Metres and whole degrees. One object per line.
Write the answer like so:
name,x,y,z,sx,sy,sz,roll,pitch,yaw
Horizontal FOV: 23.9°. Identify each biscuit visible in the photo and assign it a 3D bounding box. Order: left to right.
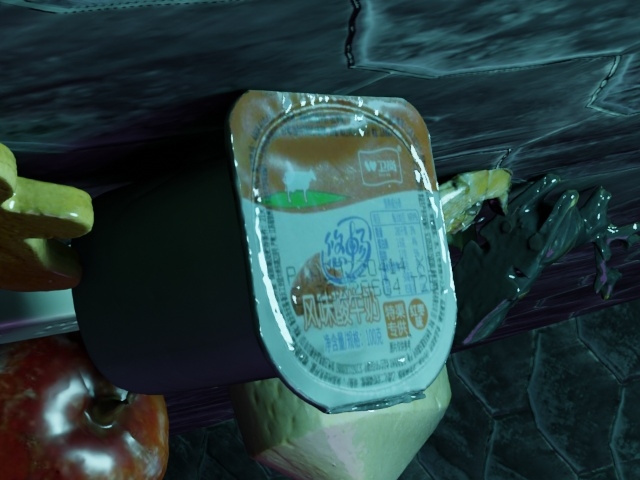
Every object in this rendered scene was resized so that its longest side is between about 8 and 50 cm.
biscuit,-0.205,-0.018,0.835,0.158,0.035,0.240,2,161,-8

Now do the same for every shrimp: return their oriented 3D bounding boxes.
shrimp,0.108,0.000,1.334,0.150,0.051,0.217,-33,161,-18

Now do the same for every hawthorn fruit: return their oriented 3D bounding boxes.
hawthorn fruit,-0.238,0.178,1.422,0.242,0.242,0.272,-5,157,-47

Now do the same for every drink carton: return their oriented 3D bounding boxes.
drink carton,-0.047,0.020,0.936,0.190,0.191,0.185,-13,175,36

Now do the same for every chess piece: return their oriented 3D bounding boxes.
chess piece,0.101,-0.003,1.445,0.093,0.042,0.042,-9,171,-1

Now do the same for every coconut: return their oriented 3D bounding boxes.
coconut,0.020,0.160,1.656,0.259,0.259,0.259,-14,171,-2

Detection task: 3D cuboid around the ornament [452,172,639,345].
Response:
ornament,0.223,0.028,1.484,0.202,0.080,0.236,-53,155,20

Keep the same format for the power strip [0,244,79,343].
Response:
power strip,-0.222,0.043,1.161,0.338,0.058,0.098,-10,169,-30
